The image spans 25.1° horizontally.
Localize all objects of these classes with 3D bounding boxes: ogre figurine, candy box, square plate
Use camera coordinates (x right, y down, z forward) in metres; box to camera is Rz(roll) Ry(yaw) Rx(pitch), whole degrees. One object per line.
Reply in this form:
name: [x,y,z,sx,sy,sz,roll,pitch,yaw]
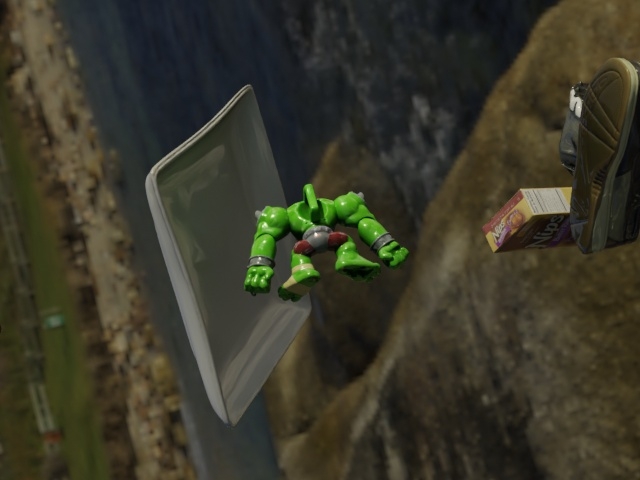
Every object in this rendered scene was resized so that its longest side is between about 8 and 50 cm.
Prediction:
ogre figurine: [0.000,0.000,1.771,0.097,0.197,0.118,53,-159,-57]
candy box: [0.355,-0.033,2.223,0.109,0.186,0.053,-49,54,45]
square plate: [-0.118,0.013,1.854,0.344,0.049,0.347,-54,-46,-61]

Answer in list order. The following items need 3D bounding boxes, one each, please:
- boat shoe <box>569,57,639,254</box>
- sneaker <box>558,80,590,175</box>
boat shoe: [0.298,-0.084,1.419,0.080,0.073,0.224,-114,22,-49]
sneaker: [0.363,-0.118,1.892,0.234,0.078,0.106,-92,14,-61]
